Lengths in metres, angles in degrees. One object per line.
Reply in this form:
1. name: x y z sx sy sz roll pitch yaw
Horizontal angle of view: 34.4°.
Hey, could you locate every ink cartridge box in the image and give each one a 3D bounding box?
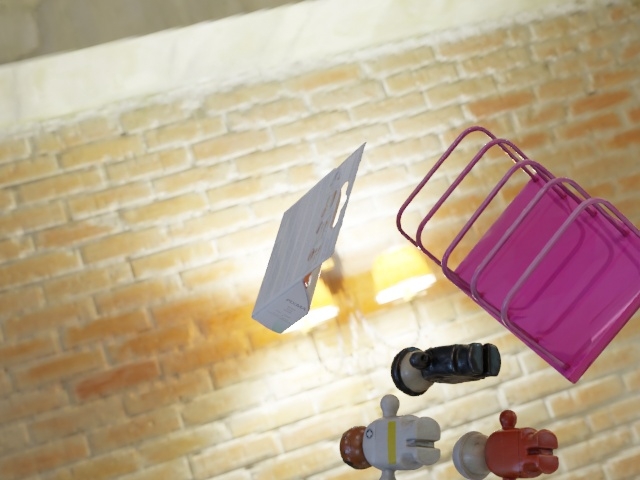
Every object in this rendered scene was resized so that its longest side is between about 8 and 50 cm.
1. ink cartridge box: 0.000 0.000 1.321 0.056 0.181 0.224 29 -35 -19

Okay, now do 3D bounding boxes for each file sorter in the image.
1. file sorter: 0.259 0.000 1.339 0.182 0.290 0.202 37 -86 -34

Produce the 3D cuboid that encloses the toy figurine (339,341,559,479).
1. toy figurine: 0.138 0.235 1.166 0.148 0.213 0.209 -18 22 51
